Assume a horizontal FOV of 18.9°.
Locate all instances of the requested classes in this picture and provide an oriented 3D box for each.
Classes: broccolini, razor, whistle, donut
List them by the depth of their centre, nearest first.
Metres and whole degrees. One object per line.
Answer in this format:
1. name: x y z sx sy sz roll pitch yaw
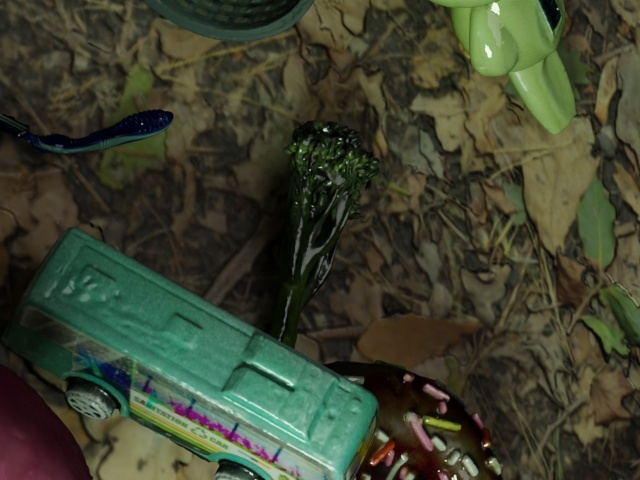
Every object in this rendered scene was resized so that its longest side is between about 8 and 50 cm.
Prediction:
1. razor: -0.167 -0.078 1.377 0.154 0.044 0.028 -7 114 -45
2. donut: 0.043 0.215 1.439 0.270 0.103 0.269 14 69 -38
3. broccolini: -0.019 0.000 1.477 0.202 0.068 0.091 -66 151 -20
4. whistle: 0.139 -0.209 1.638 0.141 0.141 0.294 -61 150 -33

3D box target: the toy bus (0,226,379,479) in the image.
1. toy bus: -0.085 0.094 1.309 0.262 0.109 0.091 28 58 -1

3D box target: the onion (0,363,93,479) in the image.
1. onion: -0.278 0.186 1.034 0.358 0.345 0.358 10 47 -11

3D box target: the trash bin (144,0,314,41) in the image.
1. trash bin: -0.055 -0.265 1.441 0.175 0.175 0.161 49 42 -21

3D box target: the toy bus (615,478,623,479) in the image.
1. toy bus: 0.193 0.294 1.515 0.092 0.106 0.268 60 34 -15
